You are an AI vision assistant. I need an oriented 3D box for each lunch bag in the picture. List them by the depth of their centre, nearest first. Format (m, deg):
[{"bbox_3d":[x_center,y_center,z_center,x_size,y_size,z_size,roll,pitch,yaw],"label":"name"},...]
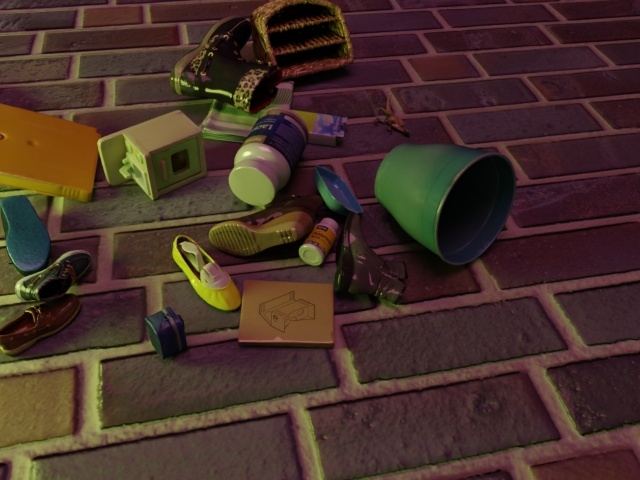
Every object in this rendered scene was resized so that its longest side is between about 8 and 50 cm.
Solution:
[{"bbox_3d":[-0.306,0.181,1.181,0.065,0.098,0.067,-25,47,-29],"label":"lunch bag"}]

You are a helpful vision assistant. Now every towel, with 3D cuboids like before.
[{"bbox_3d":[-0.219,-0.409,1.806,0.248,0.038,0.325,7,46,3],"label":"towel"}]

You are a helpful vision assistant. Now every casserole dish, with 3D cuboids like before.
[{"bbox_3d":[0.039,-0.121,1.509,0.114,0.037,0.188,19,30,-40],"label":"casserole dish"}]

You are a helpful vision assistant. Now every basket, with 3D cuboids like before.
[{"bbox_3d":[-0.059,-0.684,1.939,0.299,0.213,0.223,-17,37,-19],"label":"basket"}]

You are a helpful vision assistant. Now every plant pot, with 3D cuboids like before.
[{"bbox_3d":[0.280,-0.117,1.410,0.272,0.271,0.255,-27,39,-27],"label":"plant pot"}]

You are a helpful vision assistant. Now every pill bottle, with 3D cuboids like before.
[{"bbox_3d":[0.000,0.000,1.399,0.065,0.065,0.116,18,47,14],"label":"pill bottle"},{"bbox_3d":[-0.136,-0.221,1.546,0.153,0.153,0.264,13,46,9],"label":"pill bottle"}]

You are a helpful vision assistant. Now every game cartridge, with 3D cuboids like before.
[{"bbox_3d":[-0.750,-0.234,1.525,0.324,0.052,0.285,13,41,-24],"label":"game cartridge"}]

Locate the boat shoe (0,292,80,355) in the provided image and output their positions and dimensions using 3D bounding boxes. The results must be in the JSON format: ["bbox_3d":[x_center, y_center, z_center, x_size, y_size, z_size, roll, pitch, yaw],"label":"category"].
[{"bbox_3d":[-0.578,0.163,1.208,0.064,0.060,0.178,33,52,26],"label":"boat shoe"}]

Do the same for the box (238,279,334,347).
[{"bbox_3d":[-0.071,0.157,1.268,0.201,0.021,0.164,3,46,-4],"label":"box"}]

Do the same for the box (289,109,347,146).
[{"bbox_3d":[-0.015,-0.333,1.739,0.178,0.042,0.109,8,46,4],"label":"box"}]

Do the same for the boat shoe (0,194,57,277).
[{"bbox_3d":[-0.668,-0.002,1.351,0.109,0.089,0.258,-8,45,-25],"label":"boat shoe"}]

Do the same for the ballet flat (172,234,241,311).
[{"bbox_3d":[-0.260,0.066,1.310,0.077,0.077,0.231,-28,54,-31],"label":"ballet flat"}]

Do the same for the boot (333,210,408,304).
[{"bbox_3d":[0.120,0.044,1.372,0.161,0.083,0.246,13,45,-7],"label":"boot"}]

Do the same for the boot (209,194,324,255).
[{"bbox_3d":[-0.127,-0.045,1.440,0.248,0.090,0.207,-3,24,17],"label":"boot"}]

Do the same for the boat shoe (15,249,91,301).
[{"bbox_3d":[-0.550,0.080,1.262,0.083,0.065,0.183,6,29,32],"label":"boat shoe"}]

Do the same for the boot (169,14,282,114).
[{"bbox_3d":[-0.246,-0.541,1.810,0.284,0.138,0.377,23,53,18],"label":"boot"}]

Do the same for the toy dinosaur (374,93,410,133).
[{"bbox_3d":[0.212,-0.377,1.804,0.093,0.053,0.183,-1,51,-26],"label":"toy dinosaur"}]

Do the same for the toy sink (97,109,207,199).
[{"bbox_3d":[-0.427,-0.210,1.520,0.234,0.152,0.131,-28,54,-28],"label":"toy sink"}]
